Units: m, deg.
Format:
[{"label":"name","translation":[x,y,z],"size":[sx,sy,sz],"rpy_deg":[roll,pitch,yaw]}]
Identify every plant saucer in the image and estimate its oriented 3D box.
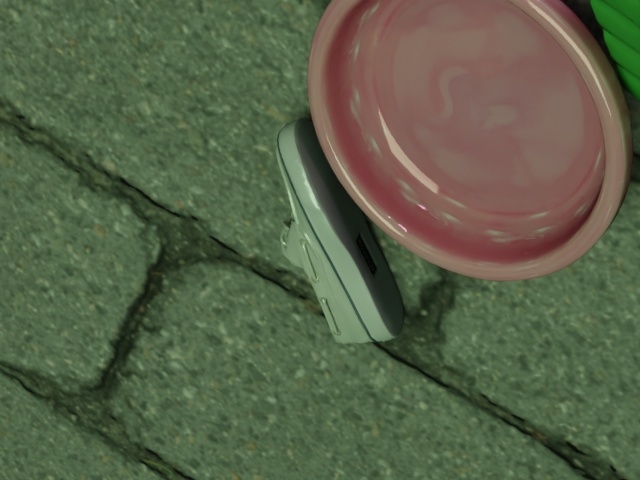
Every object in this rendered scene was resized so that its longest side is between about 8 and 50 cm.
[{"label":"plant saucer","translation":[0.145,-0.122,1.540],"size":[0.332,0.084,0.332],"rpy_deg":[21,131,26]}]

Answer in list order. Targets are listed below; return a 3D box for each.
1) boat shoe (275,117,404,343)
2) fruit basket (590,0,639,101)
[{"label":"boat shoe","translation":[0.000,0.000,1.696],"size":[0.084,0.095,0.258],"rpy_deg":[-15,109,26]},{"label":"fruit basket","translation":[0.395,-0.160,1.311],"size":[0.353,0.165,0.327],"rpy_deg":[22,161,34]}]
